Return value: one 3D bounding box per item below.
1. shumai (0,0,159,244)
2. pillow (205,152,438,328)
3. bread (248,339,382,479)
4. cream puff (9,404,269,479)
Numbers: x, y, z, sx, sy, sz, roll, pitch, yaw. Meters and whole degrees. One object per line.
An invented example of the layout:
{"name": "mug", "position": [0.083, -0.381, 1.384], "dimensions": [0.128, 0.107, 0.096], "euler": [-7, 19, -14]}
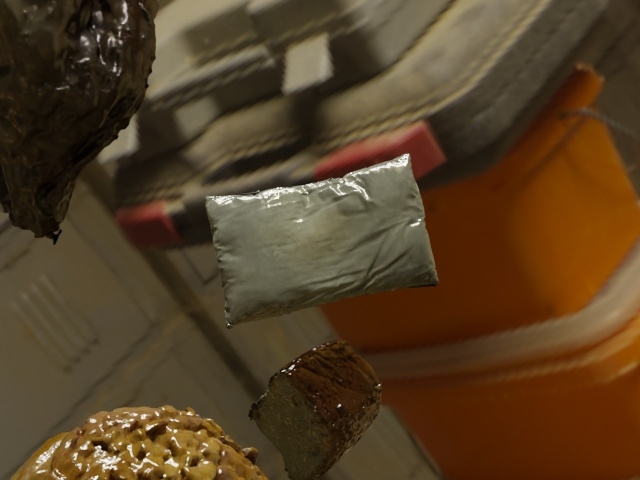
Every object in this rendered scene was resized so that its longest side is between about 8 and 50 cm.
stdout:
{"name": "shumai", "position": [-0.243, -0.144, 1.074], "dimensions": [0.218, 0.185, 0.184], "euler": [-58, 30, 4]}
{"name": "pillow", "position": [0.000, 0.000, 1.447], "dimensions": [0.229, 0.148, 0.050], "euler": [-13, -22, -4]}
{"name": "bread", "position": [0.001, 0.126, 1.017], "dimensions": [0.070, 0.077, 0.083], "euler": [-24, -23, -37]}
{"name": "cream puff", "position": [-0.155, 0.321, 1.339], "dimensions": [0.343, 0.327, 0.231], "euler": [-2, -10, -43]}
